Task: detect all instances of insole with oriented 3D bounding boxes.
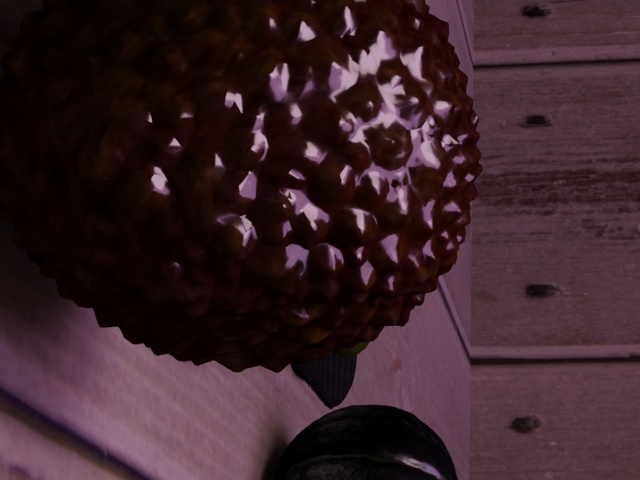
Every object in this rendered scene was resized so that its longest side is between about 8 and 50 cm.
[{"bbox_3d":[0.005,0.101,1.641,0.309,0.012,0.110,50,42,-74],"label":"insole"}]

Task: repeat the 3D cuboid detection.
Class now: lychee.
[{"bbox_3d":[-0.045,-0.048,0.844,0.271,0.236,0.235,-3,92,-54],"label":"lychee"}]

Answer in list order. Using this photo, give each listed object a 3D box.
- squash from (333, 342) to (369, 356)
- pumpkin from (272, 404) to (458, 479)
[{"bbox_3d":[0.000,0.000,1.454,0.066,0.066,0.252,-79,158,-48],"label":"squash"},{"bbox_3d":[0.040,0.245,1.407,0.220,0.162,0.220,3,90,-82],"label":"pumpkin"}]
